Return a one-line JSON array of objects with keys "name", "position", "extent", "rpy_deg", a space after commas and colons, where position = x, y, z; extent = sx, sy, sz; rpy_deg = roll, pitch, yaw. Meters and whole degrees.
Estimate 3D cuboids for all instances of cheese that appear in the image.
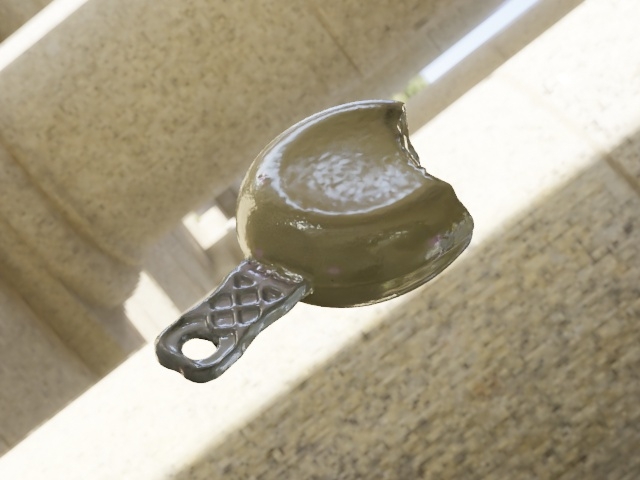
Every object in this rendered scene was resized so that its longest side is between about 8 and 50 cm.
[{"name": "cheese", "position": [-0.017, -0.006, 0.730], "extent": [0.163, 0.248, 0.071], "rpy_deg": [43, -29, 43]}]
